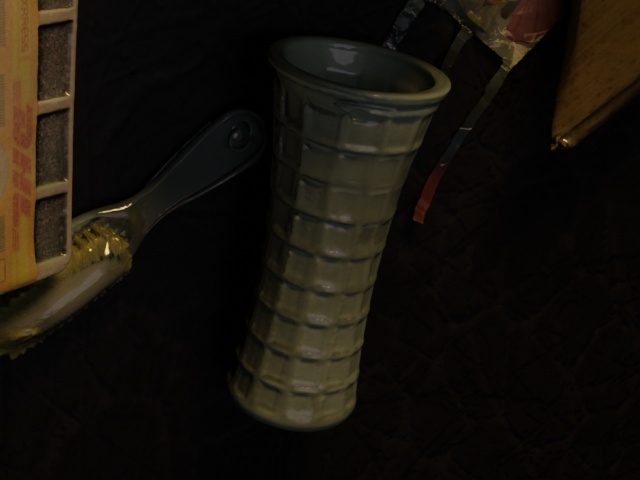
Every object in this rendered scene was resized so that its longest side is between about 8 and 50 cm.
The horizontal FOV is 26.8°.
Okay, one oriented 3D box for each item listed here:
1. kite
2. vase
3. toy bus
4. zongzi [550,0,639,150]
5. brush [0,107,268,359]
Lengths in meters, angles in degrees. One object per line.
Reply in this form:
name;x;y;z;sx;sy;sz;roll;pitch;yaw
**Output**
kite;0.131;-0.195;1.142;0.204;0.022;0.360;31;92;-38
vase;0.000;0.000;1.071;0.143;0.143;0.298;-1;116;-29
toy bus;-0.228;-0.130;0.902;0.138;0.097;0.342;-18;121;-50
zongzi;0.232;-0.370;0.993;0.467;0.218;0.500;-50;126;-8
brush;-0.153;-0.002;1.035;0.297;0.060;0.068;-39;121;-10
